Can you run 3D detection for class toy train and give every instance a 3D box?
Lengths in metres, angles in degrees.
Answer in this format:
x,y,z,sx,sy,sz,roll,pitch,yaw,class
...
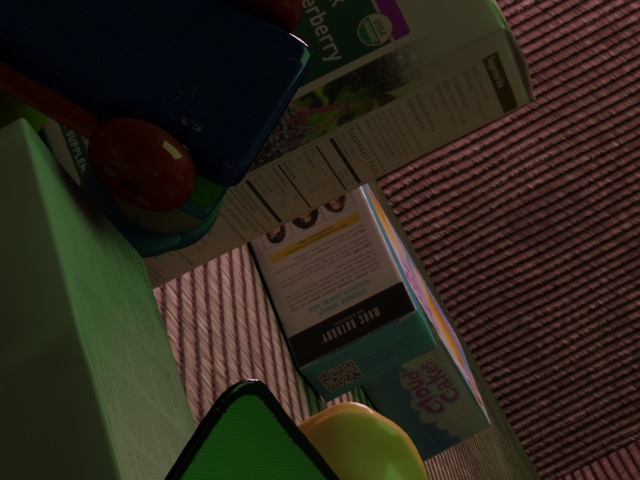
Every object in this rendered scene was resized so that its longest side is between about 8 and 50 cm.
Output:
x,y,z,sx,sy,sz,roll,pitch,yaw,class
-0.134,-0.087,0.712,0.248,0.105,0.143,30,-24,1,toy train

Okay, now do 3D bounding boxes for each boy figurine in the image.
x,y,z,sx,sy,sz,roll,pitch,yaw,class
0.058,0.214,1.020,0.285,0.092,0.177,58,8,-32,boy figurine

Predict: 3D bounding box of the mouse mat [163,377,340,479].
x,y,z,sx,sy,sz,roll,pitch,yaw,class
-0.023,0.142,0.496,0.007,0.152,0.189,17,-25,36,mouse mat

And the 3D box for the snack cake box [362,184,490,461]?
x,y,z,sx,sy,sz,roll,pitch,yaw,class
0.055,0.061,1.674,0.264,0.089,0.152,59,6,-32,snack cake box

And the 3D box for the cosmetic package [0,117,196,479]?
x,y,z,sx,sy,sz,roll,pitch,yaw,class
-0.078,0.078,0.590,0.099,0.060,0.239,53,11,-48,cosmetic package

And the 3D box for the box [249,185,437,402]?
x,y,z,sx,sy,sz,roll,pitch,yaw,class
0.000,0.000,1.416,0.060,0.101,0.244,56,9,-52,box

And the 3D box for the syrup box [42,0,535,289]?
x,y,z,sx,sy,sz,roll,pitch,yaw,class
-0.018,-0.075,0.931,0.093,0.237,0.096,66,7,24,syrup box
